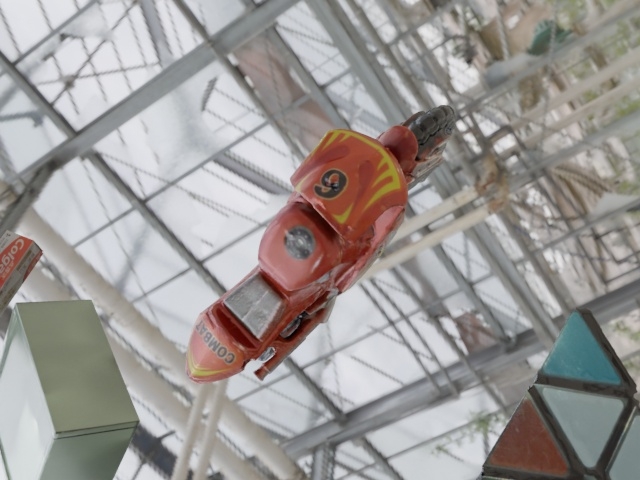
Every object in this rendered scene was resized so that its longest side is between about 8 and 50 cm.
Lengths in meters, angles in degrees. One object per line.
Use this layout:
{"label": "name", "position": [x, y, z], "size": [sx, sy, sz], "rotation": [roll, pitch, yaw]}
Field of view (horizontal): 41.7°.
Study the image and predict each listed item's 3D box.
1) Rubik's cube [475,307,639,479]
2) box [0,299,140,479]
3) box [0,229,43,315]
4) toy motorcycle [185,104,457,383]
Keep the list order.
{"label": "Rubik's cube", "position": [0.245, 0.270, 0.709], "size": [0.284, 0.234, 0.250], "rotation": [-46, -29, -37]}
{"label": "box", "position": [-0.364, 0.239, 1.173], "size": [0.118, 0.225, 0.225], "rotation": [0, -138, -36]}
{"label": "box", "position": [-0.488, 0.087, 1.220], "size": [0.218, 0.055, 0.039], "rotation": [-61, -18, -23]}
{"label": "toy motorcycle", "position": [0.002, 0.001, 0.714], "size": [0.089, 0.298, 0.171], "rotation": [42, -156, 10]}
